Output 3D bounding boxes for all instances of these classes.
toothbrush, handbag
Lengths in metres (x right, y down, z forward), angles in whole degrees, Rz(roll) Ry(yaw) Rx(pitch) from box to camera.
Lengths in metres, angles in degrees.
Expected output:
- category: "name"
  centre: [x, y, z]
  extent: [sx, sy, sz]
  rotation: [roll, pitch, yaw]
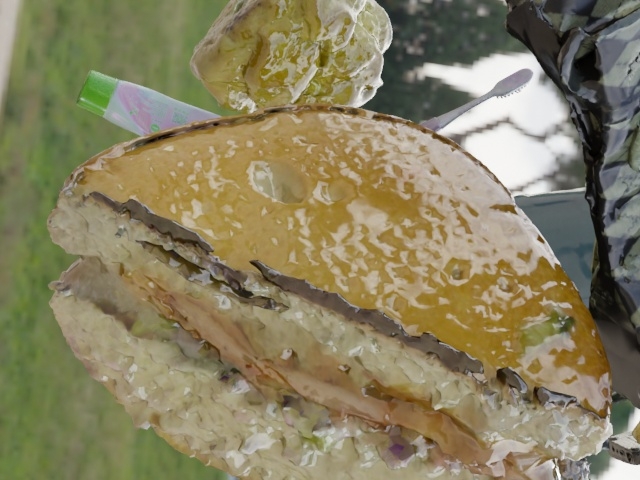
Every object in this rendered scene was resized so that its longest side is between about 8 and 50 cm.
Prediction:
- category: "toothbrush"
  centre: [0.126, -0.134, 2.073]
  extent: [0.024, 0.354, 0.029]
  rotation: [61, -1, 20]
- category: "handbag"
  centre: [0.300, -0.085, 1.178]
  extent: [0.180, 0.316, 0.416]
  rotation: [38, -26, 44]
- category: "handbag"
  centre: [0.350, 0.049, 2.087]
  extent: [0.263, 0.241, 0.222]
  rotation: [51, 35, -50]

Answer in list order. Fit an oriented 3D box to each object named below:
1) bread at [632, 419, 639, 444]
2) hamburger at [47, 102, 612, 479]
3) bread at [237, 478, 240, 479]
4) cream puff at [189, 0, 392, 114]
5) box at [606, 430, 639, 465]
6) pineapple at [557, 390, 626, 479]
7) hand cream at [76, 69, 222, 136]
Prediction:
- category: "bread"
  centre: [0.444, 0.230, 1.697]
  extent: [0.094, 0.245, 0.102]
  rotation: [-57, -153, 6]
- category: "hamburger"
  centre: [0.028, 0.049, 1.262]
  extent: [0.268, 0.445, 0.287]
  rotation: [102, 15, -44]
- category: "bread"
  centre: [-0.038, 0.189, 1.767]
  extent: [0.098, 0.087, 0.269]
  rotation: [-38, -165, 16]
- category: "cream puff"
  centre: [-0.021, -0.286, 2.347]
  extent: [0.324, 0.257, 0.291]
  rotation: [-23, -148, 56]
- category: "box"
  centre: [0.493, 0.294, 2.310]
  extent: [0.126, 0.125, 0.027]
  rotation: [-172, -113, -79]
- category: "pineapple"
  centre: [0.364, 0.293, 2.300]
  extent: [0.251, 0.125, 0.125]
  rotation: [-63, -169, 5]
- category: "hand cream"
  centre: [-0.173, -0.146, 2.003]
  extent: [0.050, 0.275, 0.079]
  rotation: [153, -43, -71]
